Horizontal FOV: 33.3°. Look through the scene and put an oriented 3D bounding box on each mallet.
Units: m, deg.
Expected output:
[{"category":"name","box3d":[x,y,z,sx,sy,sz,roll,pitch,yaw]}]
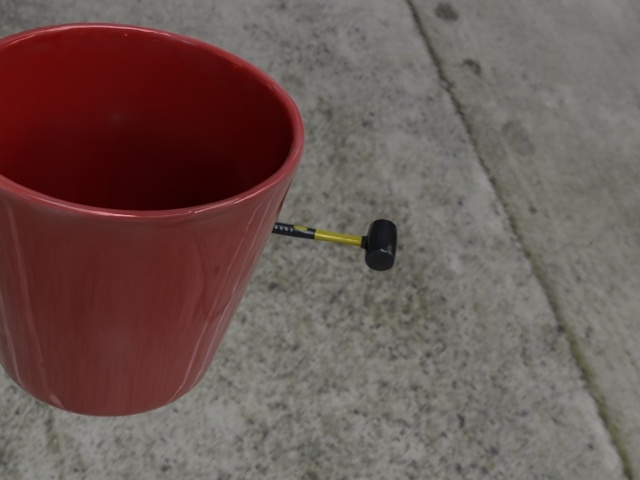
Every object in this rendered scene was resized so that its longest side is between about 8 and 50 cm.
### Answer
[{"category":"mallet","box3d":[0.000,0.000,1.276,0.190,0.039,0.062,4,43,-6]}]

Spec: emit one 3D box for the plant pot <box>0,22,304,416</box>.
[{"category":"plant pot","box3d":[-0.165,-0.007,0.873,0.275,0.243,0.275,8,37,-6]}]
